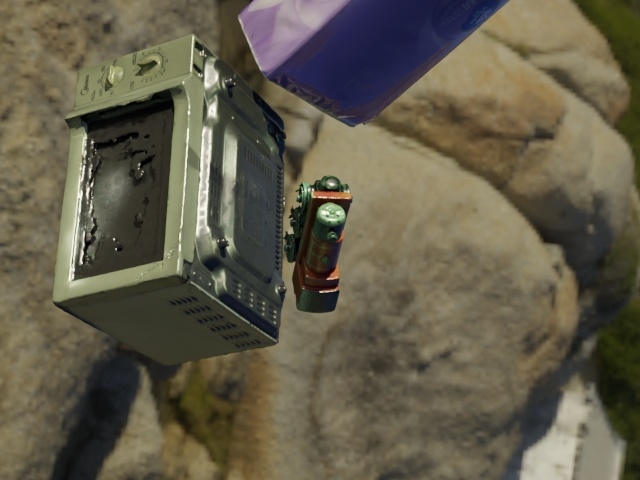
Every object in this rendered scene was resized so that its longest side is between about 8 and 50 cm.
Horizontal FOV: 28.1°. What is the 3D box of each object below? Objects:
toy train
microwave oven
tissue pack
[{"bbox_3d":[0.000,0.000,0.968,0.064,0.044,0.103,-99,-164,-45],"label":"toy train"},{"bbox_3d":[-0.179,-0.049,1.702,0.286,0.219,0.354,40,43,-51],"label":"microwave oven"},{"bbox_3d":[0.085,-0.328,1.767,0.242,0.338,0.160,19,40,-46],"label":"tissue pack"}]
